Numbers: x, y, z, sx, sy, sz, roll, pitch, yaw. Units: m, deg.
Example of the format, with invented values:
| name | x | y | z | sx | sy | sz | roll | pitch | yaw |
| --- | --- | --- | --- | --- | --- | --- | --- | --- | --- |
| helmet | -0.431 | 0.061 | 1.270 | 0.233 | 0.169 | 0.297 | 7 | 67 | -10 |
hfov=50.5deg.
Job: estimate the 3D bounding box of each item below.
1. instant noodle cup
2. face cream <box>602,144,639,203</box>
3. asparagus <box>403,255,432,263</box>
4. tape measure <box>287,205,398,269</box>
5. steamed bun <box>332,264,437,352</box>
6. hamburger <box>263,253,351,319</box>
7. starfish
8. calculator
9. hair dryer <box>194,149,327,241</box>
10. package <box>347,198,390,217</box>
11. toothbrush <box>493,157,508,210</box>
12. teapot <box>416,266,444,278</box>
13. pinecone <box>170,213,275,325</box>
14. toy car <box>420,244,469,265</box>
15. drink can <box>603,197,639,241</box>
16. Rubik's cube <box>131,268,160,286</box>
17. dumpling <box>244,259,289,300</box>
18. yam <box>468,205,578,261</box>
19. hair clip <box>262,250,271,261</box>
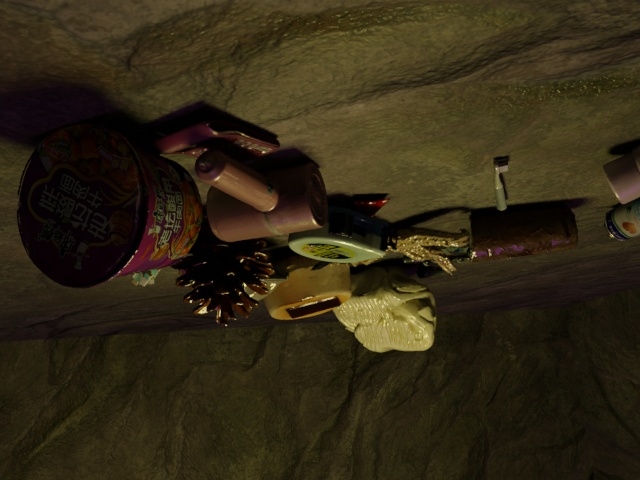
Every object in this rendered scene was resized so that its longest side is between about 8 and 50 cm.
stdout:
| name | x | y | z | sx | sy | sz | roll | pitch | yaw |
| --- | --- | --- | --- | --- | --- | --- | --- | --- | --- |
| instant noodle cup | -0.322 | -0.050 | 1.091 | 0.251 | 0.251 | 0.190 | -11 | 175 | 22 |
| face cream | 0.696 | -0.168 | 1.309 | 0.273 | 0.096 | 0.154 | -29 | 153 | 29 |
| asparagus | 0.351 | 0.057 | 2.210 | 0.165 | 0.030 | 0.036 | -6 | 139 | 4 |
| tape measure | 0.000 | 0.000 | 1.645 | 0.215 | 0.098 | 0.351 | 18 | 160 | -29 |
| steamed bun | 0.231 | 0.204 | 2.346 | 0.393 | 0.237 | 0.347 | 26 | 135 | 2 |
| hamburger | -0.047 | 0.126 | 2.031 | 0.301 | 0.170 | 0.302 | -13 | 162 | -4 |
| starfish | 0.239 | 0.022 | 1.873 | 0.323 | 0.083 | 0.432 | 5 | 164 | -1 |
| calculator | -0.165 | -0.159 | 1.100 | 0.126 | 0.034 | 0.190 | -15 | 170 | 32 |
| hair dryer | -0.140 | -0.091 | 1.187 | 0.210 | 0.126 | 0.352 | -8 | 167 | 18 |
| package | 0.096 | -0.068 | 1.600 | 0.083 | 0.022 | 0.200 | -1 | 167 | -12 |
| toothbrush | 0.399 | -0.119 | 1.502 | 0.030 | 0.025 | 0.342 | -11 | 165 | 12 |
| teapot | 0.401 | 0.115 | 2.458 | 0.110 | 0.043 | 0.042 | -1 | 167 | -37 |
| pinecone | -0.221 | 0.068 | 1.571 | 0.264 | 0.264 | 0.264 | -5 | 167 | -1 |
| toy car | 0.402 | 0.040 | 2.102 | 0.204 | 0.056 | 0.095 | -5 | 167 | -15 |
| drink can | 0.831 | -0.071 | 1.720 | 0.097 | 0.097 | 0.235 | -2 | 167 | -13 |
| Rubik's cube | -0.506 | 0.098 | 1.955 | 0.084 | 0.073 | 0.075 | -5 | 167 | 5 |
| dumpling | -0.226 | 0.113 | 1.824 | 0.292 | 0.205 | 0.164 | 3 | 120 | -16 |
| yam | 0.512 | -0.021 | 1.746 | 0.279 | 0.131 | 0.131 | -8 | 167 | 2 |
| hair clip | -0.254 | 0.085 | 2.019 | 0.257 | 0.075 | 0.146 | -22 | 160 | 39 |
